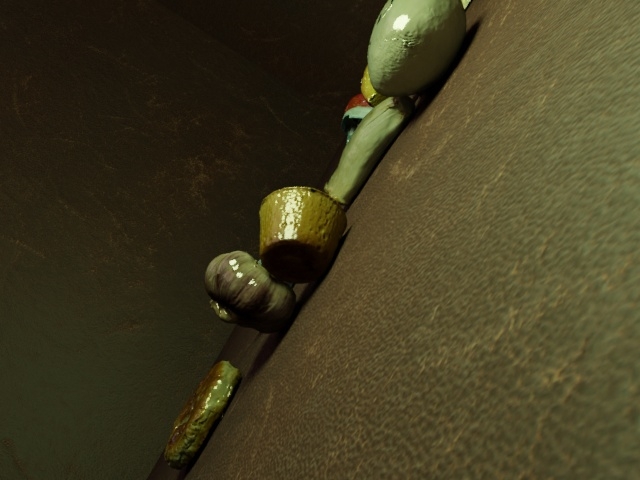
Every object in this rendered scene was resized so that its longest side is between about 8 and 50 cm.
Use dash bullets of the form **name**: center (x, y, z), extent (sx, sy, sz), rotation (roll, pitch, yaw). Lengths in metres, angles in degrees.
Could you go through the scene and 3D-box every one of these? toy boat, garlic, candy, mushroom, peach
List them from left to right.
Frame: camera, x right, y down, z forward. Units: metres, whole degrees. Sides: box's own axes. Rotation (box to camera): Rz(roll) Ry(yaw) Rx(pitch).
- **garlic**: center (-0.164, 0.130, 1.453), extent (0.160, 0.245, 0.245), rotation (-56, 5, -11)
- **toy boat**: center (0.136, -0.333, 1.819), extent (0.332, 0.145, 0.133), rotation (158, 120, -84)
- **mushroom**: center (0.122, -0.231, 1.613), extent (0.351, 0.095, 0.123), rotation (-55, 30, 32)
- **peach**: center (0.175, -0.411, 1.624), extent (0.127, 0.092, 0.172), rotation (10, 77, 42)
- **candy**: center (0.215, -0.433, 1.390), extent (0.295, 0.185, 0.295), rotation (-55, -12, -17)

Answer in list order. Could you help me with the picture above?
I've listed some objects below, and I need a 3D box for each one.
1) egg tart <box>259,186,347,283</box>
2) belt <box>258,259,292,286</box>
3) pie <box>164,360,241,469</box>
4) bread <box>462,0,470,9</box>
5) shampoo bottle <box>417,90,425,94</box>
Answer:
- **egg tart**: center (-0.046, -0.006, 1.376), extent (0.202, 0.202, 0.147), rotation (-53, 20, 44)
- **belt**: center (-0.147, 0.116, 1.853), extent (0.218, 0.128, 0.122), rotation (-61, 7, -15)
- **pie**: center (-0.323, 0.472, 1.693), extent (0.315, 0.092, 0.315), rotation (-56, 7, 10)
- **bread**: center (0.421, -0.688, 1.816), extent (0.109, 0.080, 0.084), rotation (4, -55, -55)
- **shampoo bottle**: center (0.260, -0.411, 1.592), extent (0.080, 0.040, 0.165), rotation (-56, 5, 37)
